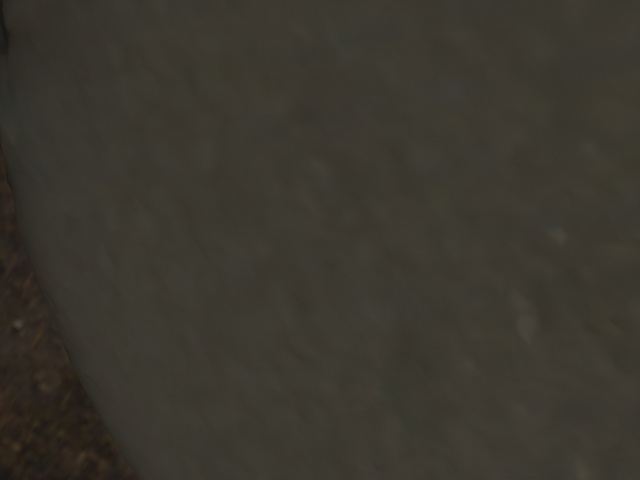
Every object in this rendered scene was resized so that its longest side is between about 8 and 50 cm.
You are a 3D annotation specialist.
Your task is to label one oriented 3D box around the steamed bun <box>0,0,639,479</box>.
[{"bbox_3d":[0.113,-0.012,0.464,0.374,0.374,0.241,45,57,6],"label":"steamed bun"}]
